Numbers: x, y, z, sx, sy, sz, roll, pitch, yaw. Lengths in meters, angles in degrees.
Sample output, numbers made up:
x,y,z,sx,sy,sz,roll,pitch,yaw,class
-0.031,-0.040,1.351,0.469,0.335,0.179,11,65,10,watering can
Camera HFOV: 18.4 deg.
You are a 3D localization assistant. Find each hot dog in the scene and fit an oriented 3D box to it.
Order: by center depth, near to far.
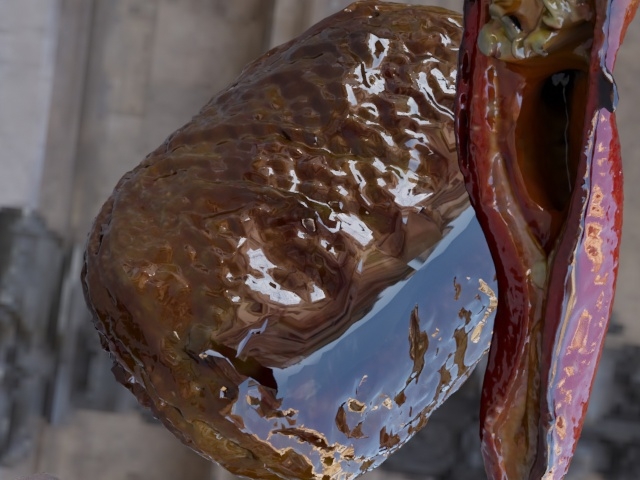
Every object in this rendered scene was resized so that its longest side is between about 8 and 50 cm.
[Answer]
x,y,z,sx,sy,sz,roll,pitch,yaw,class
0.003,0.001,0.783,0.227,0.160,0.099,-38,173,-35,hot dog

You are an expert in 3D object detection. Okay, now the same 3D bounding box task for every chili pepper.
x,y,z,sx,sy,sz,roll,pitch,yaw,class
0.069,-0.028,0.577,0.050,0.059,0.268,-31,127,-45,chili pepper

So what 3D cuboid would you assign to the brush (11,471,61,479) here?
x,y,z,sx,sy,sz,roll,pitch,yaw,class
-0.123,0.063,0.451,0.072,0.067,0.313,-44,170,3,brush
